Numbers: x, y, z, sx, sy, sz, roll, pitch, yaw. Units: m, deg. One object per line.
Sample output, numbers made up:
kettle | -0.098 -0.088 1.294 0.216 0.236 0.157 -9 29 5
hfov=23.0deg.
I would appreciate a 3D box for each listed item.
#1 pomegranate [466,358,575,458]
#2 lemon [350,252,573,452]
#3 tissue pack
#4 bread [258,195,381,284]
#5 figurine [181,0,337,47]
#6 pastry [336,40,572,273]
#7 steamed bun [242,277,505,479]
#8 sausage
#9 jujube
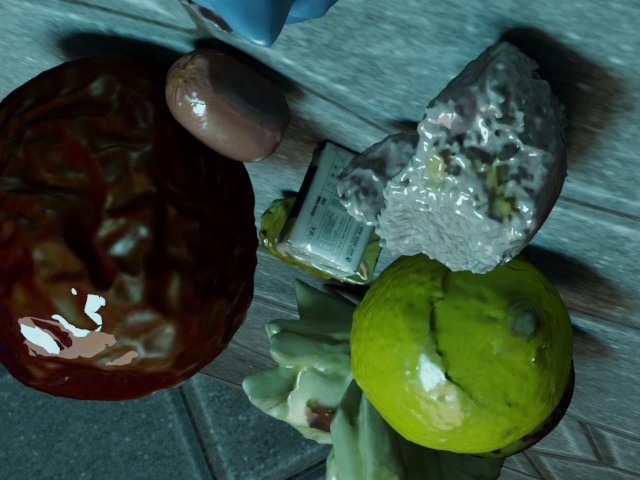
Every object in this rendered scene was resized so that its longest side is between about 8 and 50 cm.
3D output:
pomegranate | 0.156 0.115 1.449 0.148 0.148 0.169 5 125 53
lemon | 0.110 0.083 1.256 0.180 0.181 0.193 28 -174 -33
tissue pack | 0.011 -0.022 1.149 0.062 0.083 0.042 24 169 -13
bread | 0.000 0.000 1.337 0.110 0.060 0.066 18 153 9
figurine | -0.048 -0.151 0.637 0.178 0.114 0.144 30 178 13
pastry | 0.087 -0.035 0.911 0.112 0.103 0.265 39 173 -4
steamed bun | 0.054 0.156 1.584 0.189 0.247 0.428 -7 -174 23
sausage | -0.059 -0.088 1.030 0.054 0.059 0.094 -16 142 40
jujube | -0.141 -0.007 1.103 0.212 0.232 0.213 -3 157 -1
